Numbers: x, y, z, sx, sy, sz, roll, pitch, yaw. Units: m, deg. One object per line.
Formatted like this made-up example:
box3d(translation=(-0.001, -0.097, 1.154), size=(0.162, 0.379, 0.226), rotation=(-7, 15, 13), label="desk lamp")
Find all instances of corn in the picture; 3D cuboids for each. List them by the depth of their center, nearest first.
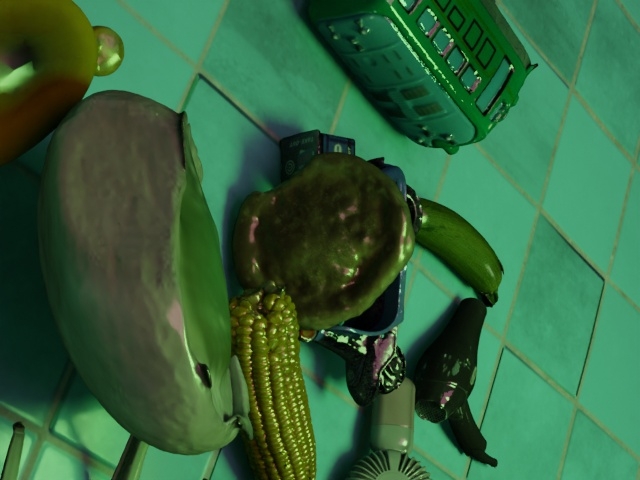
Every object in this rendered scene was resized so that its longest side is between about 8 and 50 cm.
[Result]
box3d(translation=(-0.061, 0.202, 1.597), size=(0.102, 0.102, 0.313), rotation=(-31, 119, -44), label="corn")

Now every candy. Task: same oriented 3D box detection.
box3d(translation=(-0.182, 0.052, 1.351), size=(0.427, 0.186, 0.386), rotation=(71, 4, -71), label="candy")

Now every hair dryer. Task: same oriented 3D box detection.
box3d(translation=(0.224, 0.246, 1.967), size=(0.235, 0.091, 0.272), rotation=(-60, 140, -45), label="hair dryer")

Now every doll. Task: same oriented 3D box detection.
box3d(translation=(-0.405, -0.130, 1.242), size=(0.423, 0.161, 0.348), rotation=(25, 81, -45), label="doll")

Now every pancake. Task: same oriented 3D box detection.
box3d(translation=(0.000, 0.000, 1.620), size=(0.042, 0.236, 0.223), rotation=(45, 33, -78), label="pancake")

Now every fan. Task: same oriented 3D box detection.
box3d(translation=(0.099, 0.303, 1.782), size=(0.074, 0.130, 0.244), rotation=(102, -5, -61), label="fan")

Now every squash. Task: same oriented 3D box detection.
box3d(translation=(0.199, 0.003, 1.944), size=(0.080, 0.071, 0.318), rotation=(-48, 133, 4), label="squash")

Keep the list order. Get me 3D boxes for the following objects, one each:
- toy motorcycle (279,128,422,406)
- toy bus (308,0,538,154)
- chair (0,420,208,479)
box3d(translation=(0.031, 0.043, 1.726), size=(0.212, 0.125, 0.359), rotation=(7, 79, -38), label="toy motorcycle")
box3d(translation=(0.144, -0.284, 1.823), size=(0.343, 0.183, 0.199), rotation=(46, 59, -34), label="toy bus")
box3d(translation=(-0.242, 0.350, 1.354), size=(0.203, 0.190, 0.275), rotation=(1, 114, -47), label="chair")
